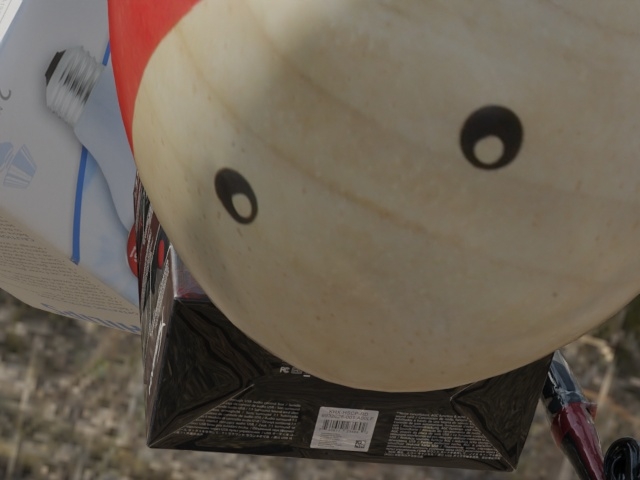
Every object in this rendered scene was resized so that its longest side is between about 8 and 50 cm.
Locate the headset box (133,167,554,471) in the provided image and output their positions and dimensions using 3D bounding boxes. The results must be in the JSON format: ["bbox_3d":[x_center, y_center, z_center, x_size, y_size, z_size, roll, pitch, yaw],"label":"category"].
[{"bbox_3d":[0.000,0.000,1.021,0.218,0.110,0.293,6,33,-11],"label":"headset box"}]

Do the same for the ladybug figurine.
[{"bbox_3d":[0.037,-0.158,0.680,0.305,0.449,0.162,-17,-40,22],"label":"ladybug figurine"}]

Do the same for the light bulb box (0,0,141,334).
[{"bbox_3d":[-0.218,-0.146,1.476,0.225,0.358,0.361,11,-18,36],"label":"light bulb box"}]

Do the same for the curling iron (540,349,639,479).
[{"bbox_3d":[0.174,0.111,1.084,0.035,0.068,0.274,28,17,-21],"label":"curling iron"}]
